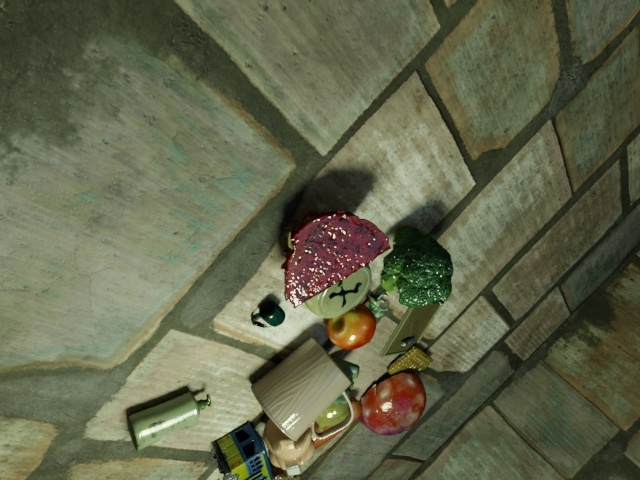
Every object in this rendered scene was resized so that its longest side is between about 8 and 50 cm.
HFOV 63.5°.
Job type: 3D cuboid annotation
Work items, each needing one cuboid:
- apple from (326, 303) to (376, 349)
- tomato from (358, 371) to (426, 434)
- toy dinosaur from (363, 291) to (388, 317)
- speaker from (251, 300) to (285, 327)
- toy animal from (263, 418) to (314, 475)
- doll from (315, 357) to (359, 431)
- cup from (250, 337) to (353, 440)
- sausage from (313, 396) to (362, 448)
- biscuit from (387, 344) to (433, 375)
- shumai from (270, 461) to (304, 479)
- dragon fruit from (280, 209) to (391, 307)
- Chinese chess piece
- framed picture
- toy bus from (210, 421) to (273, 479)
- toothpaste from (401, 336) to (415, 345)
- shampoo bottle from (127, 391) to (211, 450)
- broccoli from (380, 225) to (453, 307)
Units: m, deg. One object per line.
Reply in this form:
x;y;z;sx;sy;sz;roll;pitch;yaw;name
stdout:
0.103;0.278;1.692;0.139;0.163;0.163;22;109;-41;apple
0.321;0.734;2.265;0.335;0.176;0.290;-26;137;-5;tomato
0.178;0.227;1.810;0.187;0.044;0.106;9;134;-47;toy dinosaur
-0.152;0.222;1.493;0.094;0.060;0.075;-41;140;-3;speaker
-0.105;0.733;1.878;0.195;0.213;0.256;-8;127;-7;toy animal
0.040;0.567;1.894;0.177;0.161;0.261;-62;163;-49;doll
-0.041;0.497;1.671;0.273;0.288;0.208;-42;150;-8;cup
0.056;0.734;2.109;0.259;0.113;0.113;-34;141;-11;sausage
0.401;0.551;2.288;0.172;0.029;0.254;-40;143;7;biscuit
-0.181;0.954;2.102;0.184;0.218;0.185;-9;92;-41;shumai
0.000;0.000;1.376;0.317;0.152;0.205;-30;120;-4;dragon fruit
0.052;0.130;1.565;0.237;0.092;0.238;-24;138;-24;Chinese chess piece
0.380;0.356;2.116;0.211;0.020;0.289;2;123;-42;framed picture
-0.275;0.802;1.856;0.175;0.138;0.288;-26;138;-20;toy bus
0.361;0.418;2.129;0.083;0.019;0.027;-14;116;-38;toothpaste
-0.426;0.509;1.494;0.234;0.087;0.118;-16;132;-31;shampoo bottle
0.288;0.093;1.660;0.254;0.269;0.269;3;123;-32;broccoli
